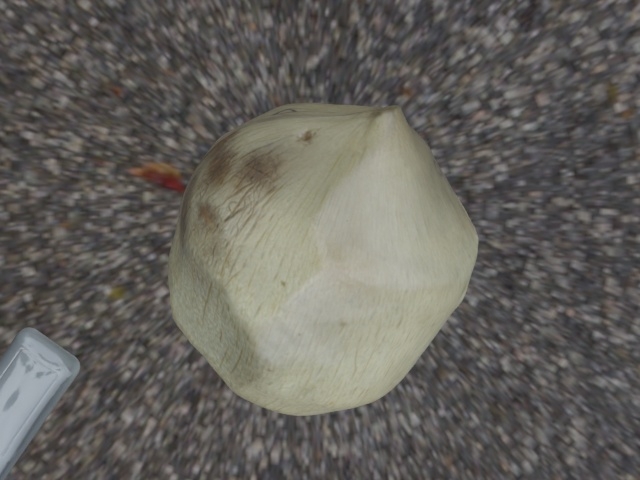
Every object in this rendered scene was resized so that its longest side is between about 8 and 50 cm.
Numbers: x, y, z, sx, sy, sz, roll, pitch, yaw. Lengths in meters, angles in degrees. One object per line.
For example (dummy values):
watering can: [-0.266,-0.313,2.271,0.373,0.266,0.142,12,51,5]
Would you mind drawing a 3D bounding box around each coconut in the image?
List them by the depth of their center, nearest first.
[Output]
coconut: [0.000,0.000,1.170,0.224,0.224,0.224,0,91,-1]

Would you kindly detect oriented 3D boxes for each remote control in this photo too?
remote control: [-0.232,0.145,1.172,0.050,0.027,0.184,35,94,1]
